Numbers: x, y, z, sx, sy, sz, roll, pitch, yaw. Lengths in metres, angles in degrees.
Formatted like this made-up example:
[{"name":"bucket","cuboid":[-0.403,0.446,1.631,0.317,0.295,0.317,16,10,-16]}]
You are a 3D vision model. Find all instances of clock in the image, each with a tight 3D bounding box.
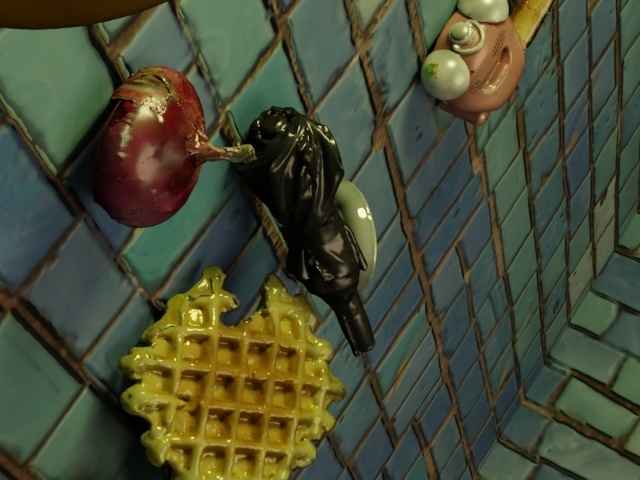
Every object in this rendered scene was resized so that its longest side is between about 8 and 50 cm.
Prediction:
[{"name":"clock","cuboid":[0.208,-0.245,1.810,0.166,0.093,0.162,-60,154,-5]}]

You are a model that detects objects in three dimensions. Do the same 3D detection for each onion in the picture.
[{"name":"onion","cuboid":[-0.126,-0.076,1.213,0.150,0.140,0.150,15,90,-80]}]

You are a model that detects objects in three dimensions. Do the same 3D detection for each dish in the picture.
[{"name":"dish","cuboid":[0.000,0.000,1.624,0.078,0.141,0.141,-7,127,-27]}]

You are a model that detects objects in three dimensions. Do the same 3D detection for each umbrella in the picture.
[{"name":"umbrella","cuboid":[0.001,-0.001,1.512,0.118,0.118,0.340,-48,132,-31]}]

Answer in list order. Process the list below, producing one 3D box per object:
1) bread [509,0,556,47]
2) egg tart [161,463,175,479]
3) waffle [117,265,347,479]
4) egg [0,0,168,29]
[{"name":"bread","cuboid":[0.308,-0.333,1.978,0.106,0.053,0.072,-63,-179,7]},{"name":"egg tart","cuboid":[-0.125,0.226,1.598,0.241,0.106,0.241,-50,157,-30]},{"name":"waffle","cuboid":[-0.087,0.161,1.480,0.261,0.056,0.250,-44,107,-33]},{"name":"egg","cuboid":[-0.134,-0.275,0.787,0.351,0.283,0.282,-51,155,-23]}]
